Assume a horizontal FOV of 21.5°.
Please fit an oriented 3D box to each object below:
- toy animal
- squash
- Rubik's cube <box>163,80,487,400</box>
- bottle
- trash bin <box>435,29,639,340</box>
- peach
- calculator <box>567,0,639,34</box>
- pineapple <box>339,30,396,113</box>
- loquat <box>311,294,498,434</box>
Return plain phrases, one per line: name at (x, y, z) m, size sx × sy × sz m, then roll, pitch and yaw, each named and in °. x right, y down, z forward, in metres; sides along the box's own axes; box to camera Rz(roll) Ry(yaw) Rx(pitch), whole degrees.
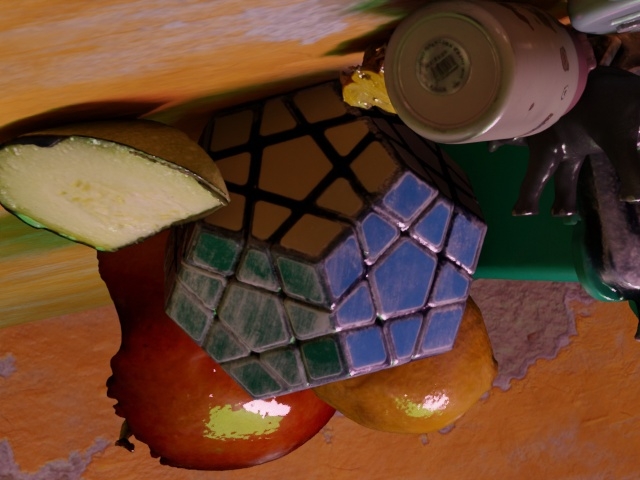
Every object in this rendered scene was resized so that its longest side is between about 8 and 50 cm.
toy animal at (0.202, -0.087, 1.495) m, size 0.269 × 0.137 × 0.082 m, roll 4°, pitch -174°, yaw 45°
squash at (-0.192, -0.074, 1.442) m, size 0.192 × 0.085 × 0.184 m, roll -21°, pitch 143°, yaw 41°
Rubik's cube at (0.000, 0.000, 1.579) m, size 0.319 × 0.319 × 0.264 m, roll -10°, pitch -160°, yaw -33°
bottle at (0.144, -0.135, 1.333) m, size 0.110 × 0.110 × 0.233 m, roll -16°, pitch 178°, yaw 27°
trash bin at (0.277, -0.053, 1.718) m, size 0.259 × 0.295 × 0.381 m, roll -11°, pitch 180°, yaw -26°
peach at (-0.102, 0.097, 1.955) m, size 0.310 × 0.335 × 0.406 m, roll -9°, pitch 172°, yaw -2°
calculator at (0.295, -0.208, 1.350) m, size 0.185 × 0.041 × 0.299 m, roll -16°, pitch 176°, yaw 24°
pineapple at (0.072, -0.139, 1.366) m, size 0.114 × 0.077 × 0.114 m, roll -18°, pitch 162°, yaw -1°
loquat at (0.072, 0.106, 1.758) m, size 0.234 × 0.176 × 0.187 m, roll 21°, pitch -157°, yaw 2°
